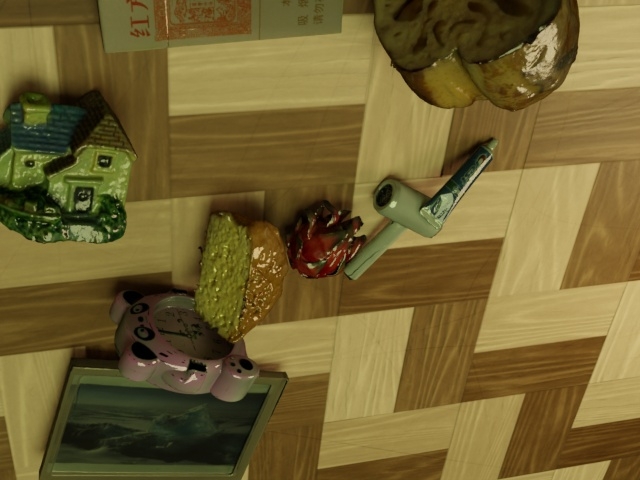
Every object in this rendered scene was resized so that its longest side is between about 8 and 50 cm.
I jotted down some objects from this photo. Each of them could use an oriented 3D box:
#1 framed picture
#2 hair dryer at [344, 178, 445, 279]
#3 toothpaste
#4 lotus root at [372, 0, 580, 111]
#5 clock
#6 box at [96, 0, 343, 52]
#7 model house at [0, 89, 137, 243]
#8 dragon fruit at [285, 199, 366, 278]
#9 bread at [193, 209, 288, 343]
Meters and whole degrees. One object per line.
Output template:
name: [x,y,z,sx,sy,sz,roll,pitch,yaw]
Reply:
framed picture: [-0.319,0.379,1.933,0.446,0.028,0.326,7,124,-25]
hair dryer: [0.112,-0.010,1.787,0.131,0.073,0.236,24,127,-31]
toothpaste: [0.258,-0.109,1.726,0.057,0.035,0.197,42,85,-26]
lotus root: [0.248,-0.306,1.431,0.316,0.316,0.250,-31,140,8]
clock: [-0.247,0.181,1.703,0.248,0.227,0.090,13,124,-30]
box: [-0.143,-0.387,1.377,0.365,0.051,0.204,-8,131,-13]
model house: [-0.394,-0.123,1.434,0.214,0.195,0.189,5,119,-25]
dragon fruit: [0.004,0.006,1.722,0.121,0.130,0.142,44,126,5]
bread: [-0.136,0.049,1.678,0.139,0.143,0.229,-23,134,-51]
